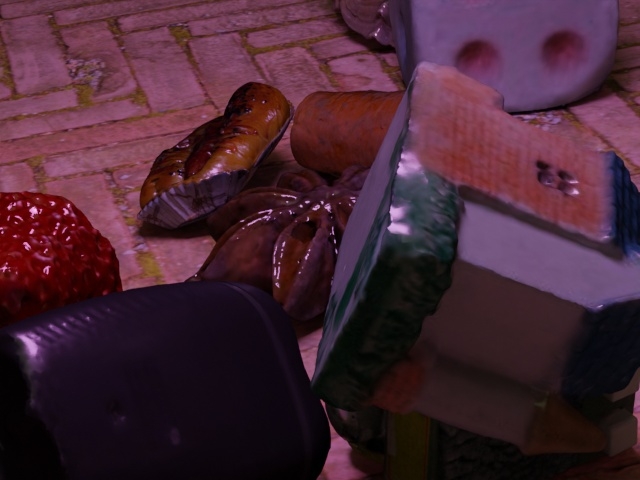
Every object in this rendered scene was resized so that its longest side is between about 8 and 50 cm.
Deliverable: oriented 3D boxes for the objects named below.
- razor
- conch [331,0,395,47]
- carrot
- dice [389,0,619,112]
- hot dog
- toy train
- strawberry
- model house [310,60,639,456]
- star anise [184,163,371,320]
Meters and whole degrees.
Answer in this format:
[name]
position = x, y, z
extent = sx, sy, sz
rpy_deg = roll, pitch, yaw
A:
[razor]
position = -0.126, 0.138, 1.524
extent = 0.113, 0.204, 0.349
rpy_deg = -29, -10, 31
[conch]
position = 0.155, -0.396, 2.736
extent = 0.352, 0.210, 0.297
rpy_deg = -4, 39, 8
[carrot]
position = 0.100, -0.113, 2.190
extent = 0.302, 0.138, 0.139
rpy_deg = 18, 33, 40
[dice]
position = 0.231, -0.328, 2.479
extent = 0.268, 0.262, 0.264
rpy_deg = -7, 24, -3
[hot dog]
position = -0.125, -0.100, 2.227
extent = 0.162, 0.082, 0.270
rpy_deg = -27, 16, 29
[toy train]
position = 0.141, 0.124, 1.643
extent = 0.272, 0.159, 0.188
rpy_deg = -18, 37, -27
[strawberry]
position = -0.288, 0.053, 1.782
extent = 0.205, 0.205, 0.244
rpy_deg = -6, 2, -2
[model house]
position = 0.182, 0.046, 1.514
extent = 0.325, 0.194, 0.267
rpy_deg = 19, 36, -4
[star anise]
position = 0.018, -0.004, 1.999
extent = 0.315, 0.108, 0.315
rpy_deg = -4, 21, 1
